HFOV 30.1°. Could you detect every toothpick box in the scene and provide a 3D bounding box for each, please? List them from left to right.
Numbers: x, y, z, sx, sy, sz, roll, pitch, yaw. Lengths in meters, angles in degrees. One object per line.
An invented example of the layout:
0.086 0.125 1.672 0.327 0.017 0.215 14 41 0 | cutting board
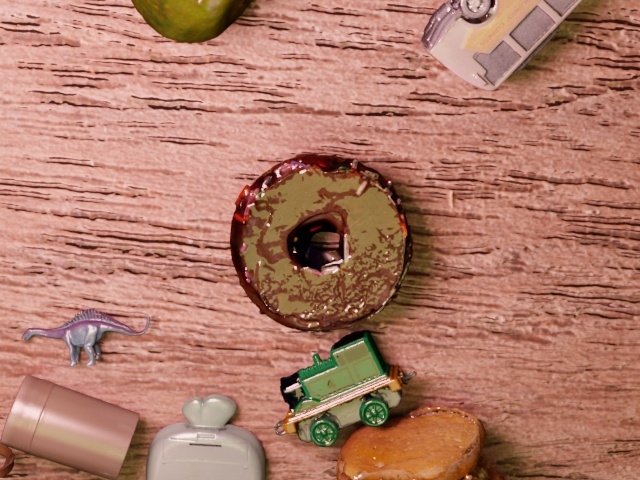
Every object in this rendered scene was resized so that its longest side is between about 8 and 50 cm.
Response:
-0.370 0.277 1.758 0.181 0.111 0.111 20 106 -6 | toothpick box

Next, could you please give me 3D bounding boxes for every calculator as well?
-0.176 0.372 1.819 0.184 0.042 0.295 3 108 0 | calculator

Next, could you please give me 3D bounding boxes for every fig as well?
-0.202 -0.389 1.531 0.275 0.206 0.206 39 104 4 | fig

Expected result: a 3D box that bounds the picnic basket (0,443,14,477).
-0.544 0.323 1.763 0.179 0.128 0.137 12 109 7 | picnic basket

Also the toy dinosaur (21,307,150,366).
-0.344 0.142 1.750 0.197 0.045 0.080 -7 96 7 | toy dinosaur

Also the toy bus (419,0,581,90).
0.286 -0.352 1.570 0.138 0.097 0.342 39 102 -17 | toy bus

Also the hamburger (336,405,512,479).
0.163 0.367 1.722 0.261 0.245 0.211 -17 103 -21 | hamburger

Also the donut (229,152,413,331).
0.000 0.000 1.675 0.270 0.103 0.269 0 105 -1 | donut

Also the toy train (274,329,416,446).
0.028 0.217 1.749 0.228 0.091 0.136 -21 95 8 | toy train
